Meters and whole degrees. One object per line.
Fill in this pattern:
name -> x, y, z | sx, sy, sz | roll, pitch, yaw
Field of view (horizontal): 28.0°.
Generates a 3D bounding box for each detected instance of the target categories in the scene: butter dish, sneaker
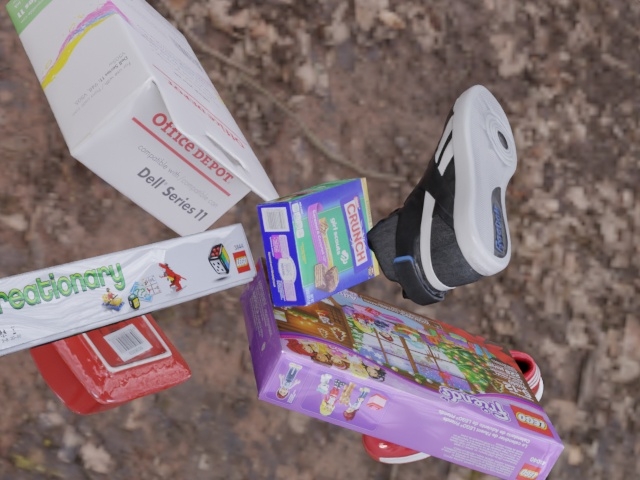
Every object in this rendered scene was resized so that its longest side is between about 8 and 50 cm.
butter dish -> -0.250, 0.129, 1.392 | 0.160, 0.118, 0.160 | 50, 28, 17
sneaker -> 0.095, -0.039, 1.086 | 0.079, 0.121, 0.217 | 46, 34, -27
sneaker -> 0.143, 0.175, 1.452 | 0.221, 0.087, 0.128 | -26, 154, -2

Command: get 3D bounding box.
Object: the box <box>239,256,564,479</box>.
box -> 0.072, 0.125, 1.244 | 0.293, 0.201, 0.057 | 20, 110, -17

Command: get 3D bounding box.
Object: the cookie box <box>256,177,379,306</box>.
cookie box -> 0.000, 0.000, 1.107 | 0.107, 0.040, 0.092 | -21, 106, -49

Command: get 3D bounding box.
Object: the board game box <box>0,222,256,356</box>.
board game box -> -0.214, 0.053, 0.982 | 0.305, 0.193, 0.053 | -15, 88, -57

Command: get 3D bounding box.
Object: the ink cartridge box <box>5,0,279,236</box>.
ink cartridge box -> -0.189, -0.141, 1.368 | 0.119, 0.353, 0.207 | -40, 138, 9
